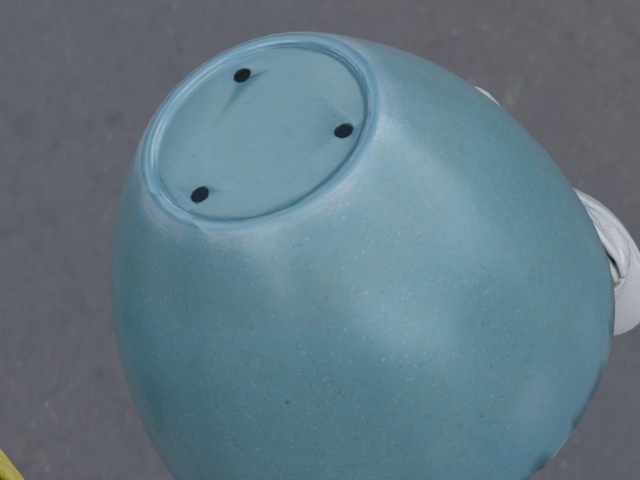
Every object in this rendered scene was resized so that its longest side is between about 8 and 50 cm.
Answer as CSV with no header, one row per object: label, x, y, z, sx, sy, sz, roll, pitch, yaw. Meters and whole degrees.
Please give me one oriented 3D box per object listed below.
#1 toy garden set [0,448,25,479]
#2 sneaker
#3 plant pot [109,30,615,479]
toy garden set,-0.309,0.143,1.029,0.244,0.049,0.204,-36,93,-2
sneaker,0.177,0.027,1.240,0.292,0.108,0.169,39,18,-39
plant pot,0.000,0.000,0.932,0.290,0.195,0.290,-12,51,15
